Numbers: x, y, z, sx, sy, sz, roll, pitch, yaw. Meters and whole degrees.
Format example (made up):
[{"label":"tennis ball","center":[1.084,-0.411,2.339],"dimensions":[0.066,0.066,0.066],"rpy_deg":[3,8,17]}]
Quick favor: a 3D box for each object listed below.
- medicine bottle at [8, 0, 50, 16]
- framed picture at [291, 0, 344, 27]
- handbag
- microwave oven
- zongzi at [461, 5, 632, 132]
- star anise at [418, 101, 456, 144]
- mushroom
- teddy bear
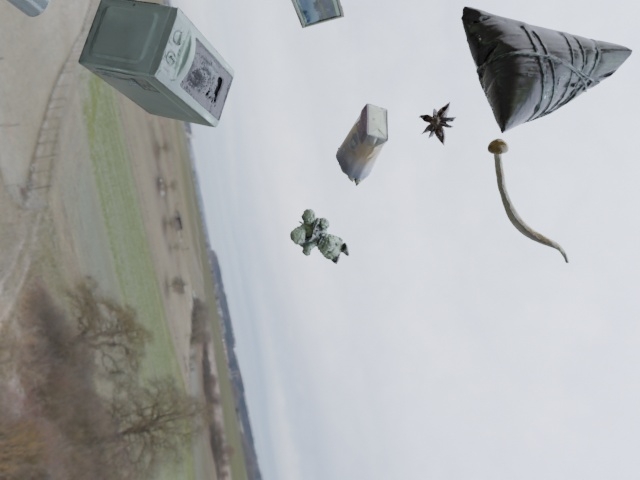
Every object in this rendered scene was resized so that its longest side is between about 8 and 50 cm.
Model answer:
[{"label":"medicine bottle","center":[-0.670,-0.563,1.281],"dimensions":[0.130,0.080,0.080],"rpy_deg":[37,32,-61]},{"label":"framed picture","center":[-0.008,-0.555,1.362],"dimensions":[0.149,0.109,0.011],"rpy_deg":[46,32,-73]},{"label":"handbag","center":[0.099,-0.226,1.389],"dimensions":[0.173,0.095,0.117],"rpy_deg":[118,-18,-50]},{"label":"microwave oven","center":[-0.369,-0.418,1.374],"dimensions":[0.295,0.237,0.181],"rpy_deg":[34,73,-71]},{"label":"zongzi","center":[0.519,-0.376,1.443],"dimensions":[0.319,0.383,0.362],"rpy_deg":[-38,-138,53]},{"label":"star anise","center":[0.372,-0.358,1.833],"dimensions":[0.056,0.124,0.129],"rpy_deg":[15,58,-56]},{"label":"mushroom","center":[0.425,-0.071,1.225],"dimensions":[0.306,0.068,0.043],"rpy_deg":[62,30,-5]},{"label":"teddy bear","center":[-0.013,-0.010,1.861],"dimensions":[0.213,0.133,0.111],"rpy_deg":[37,1,-33]}]
